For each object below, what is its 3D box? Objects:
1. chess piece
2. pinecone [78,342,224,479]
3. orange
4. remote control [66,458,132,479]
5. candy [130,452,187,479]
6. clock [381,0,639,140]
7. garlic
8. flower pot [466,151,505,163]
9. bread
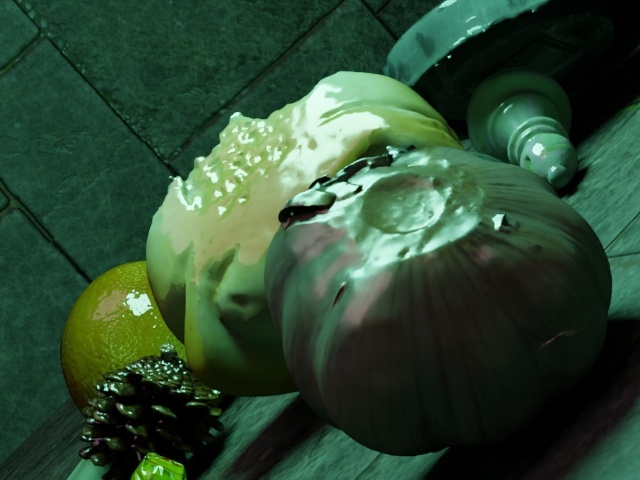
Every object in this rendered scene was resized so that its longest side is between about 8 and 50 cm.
[{"bbox_3d":[0.268,-0.121,2.003,0.139,0.139,0.271,-40,19,11],"label":"chess piece"},{"bbox_3d":[-0.233,0.247,2.151,0.212,0.186,0.168,-53,42,26],"label":"pinecone"},{"bbox_3d":[-0.250,0.166,2.361,0.274,0.274,0.274,-41,8,7],"label":"orange"},{"bbox_3d":[-0.334,0.375,2.271,0.038,0.090,0.309,-23,16,25],"label":"remote control"},{"bbox_3d":[-0.241,0.373,1.986,0.077,0.073,0.262,-59,1,45],"label":"candy"},{"bbox_3d":[0.264,-0.259,2.164,0.386,0.076,0.386,-21,-18,-7],"label":"clock"},{"bbox_3d":[0.106,0.053,1.394,0.322,0.241,0.322,-15,55,23],"label":"garlic"},{"bbox_3d":[0.152,0.004,1.711,0.189,0.157,0.243,-37,9,21],"label":"flower pot"},{"bbox_3d":[-0.011,-0.012,1.931,0.424,0.329,0.245,-40,8,2],"label":"bread"}]
